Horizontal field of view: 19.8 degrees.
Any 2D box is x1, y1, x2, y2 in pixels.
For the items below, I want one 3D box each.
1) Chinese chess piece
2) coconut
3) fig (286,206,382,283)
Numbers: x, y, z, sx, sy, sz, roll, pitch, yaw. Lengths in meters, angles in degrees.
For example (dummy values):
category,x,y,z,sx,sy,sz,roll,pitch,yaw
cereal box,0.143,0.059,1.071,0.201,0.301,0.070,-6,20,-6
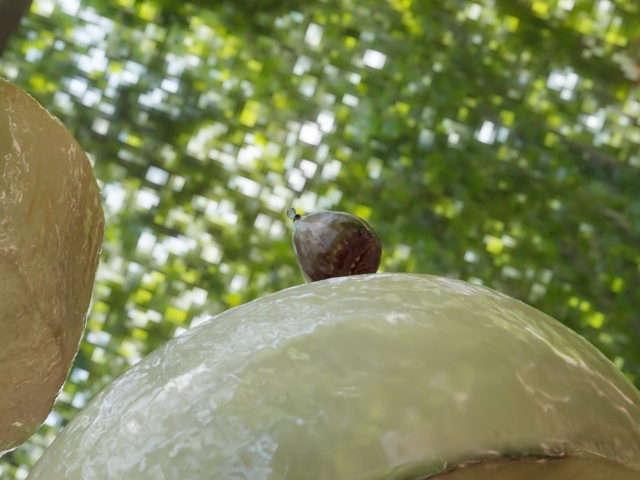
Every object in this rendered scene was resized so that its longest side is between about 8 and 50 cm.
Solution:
category,x,y,z,sx,sy,sz,roll,pitch,yaw
Chinese chess piece,0.014,0.177,0.813,0.338,0.140,0.338,-14,-54,-20
coconut,-0.296,0.001,1.283,0.329,0.328,0.329,21,-90,-77
fig,0.000,0.000,1.827,0.089,0.125,0.089,-37,-34,-30
